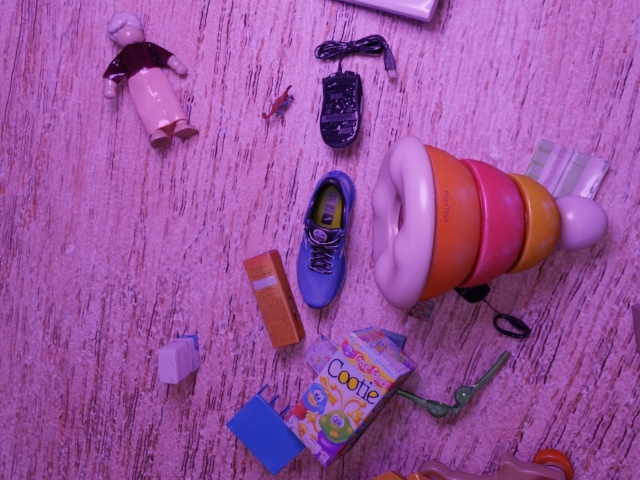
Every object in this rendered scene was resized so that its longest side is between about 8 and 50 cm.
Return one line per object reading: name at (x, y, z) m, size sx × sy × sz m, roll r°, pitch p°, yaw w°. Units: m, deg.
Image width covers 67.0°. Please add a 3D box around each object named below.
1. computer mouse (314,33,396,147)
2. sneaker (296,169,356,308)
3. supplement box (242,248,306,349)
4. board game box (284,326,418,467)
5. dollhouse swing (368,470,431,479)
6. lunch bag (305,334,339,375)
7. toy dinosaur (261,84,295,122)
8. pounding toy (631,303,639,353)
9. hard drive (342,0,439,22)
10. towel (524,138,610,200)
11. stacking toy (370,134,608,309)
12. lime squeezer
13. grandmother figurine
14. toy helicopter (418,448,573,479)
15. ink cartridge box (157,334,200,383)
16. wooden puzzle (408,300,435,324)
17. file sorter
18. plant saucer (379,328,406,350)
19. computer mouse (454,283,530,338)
computer mouse at (0.087, -0.341, 1.114) m, size 0.184 × 0.060 × 0.261 m, roll -6°, pitch 83°, yaw 16°
sneaker at (0.000, 0.000, 1.118) m, size 0.130 × 0.147 × 0.329 m, roll 9°, pitch 98°, yaw 11°
supplement box at (-0.111, 0.143, 1.189) m, size 0.080 × 0.078 × 0.233 m, roll -20°, pitch 90°, yaw 13°
board game box at (0.072, 0.353, 1.116) m, size 0.142 × 0.144 × 0.275 m, roll 40°, pitch 105°, yaw 25°
dollhouse swing at (0.223, 0.744, 1.151) m, size 0.347 × 0.305 × 0.314 m, roll -40°, pitch 49°, yaw 28°
lunch bag at (0.008, 0.282, 1.191) m, size 0.083 × 0.053 × 0.071 m, roll 44°, pitch 104°, yaw 31°
toy dinosaur at (-0.106, -0.324, 1.151) m, size 0.082 × 0.090 × 0.047 m, roll -42°, pitch 68°, yaw -19°
pounding toy at (0.749, 0.180, 1.005) m, size 0.141 × 0.100 × 0.129 m, roll -9°, pitch 94°, yaw 12°
hard drive at (0.129, -0.620, 1.056) m, size 0.319 × 0.040 × 0.210 m, roll 24°, pitch 100°, yaw 19°
towel at (0.534, -0.146, 1.057) m, size 0.152 × 0.023 × 0.113 m, roll 23°, pitch 99°, yaw 9°
stacking toy at (0.361, -0.027, 1.000) m, size 0.481 × 0.350 × 0.349 m, roll 2°, pitch 96°, yaw -6°
lime squeezer at (0.306, 0.353, 1.142) m, size 0.311 × 0.059 × 0.109 m, roll -18°, pitch 65°, yaw 9°
grandmother figurine at (-0.438, -0.406, 1.198) m, size 0.208 × 0.104 × 0.342 m, roll -21°, pitch 88°, yaw -15°
toy helicopter at (0.405, 0.599, 1.123) m, size 0.356 × 0.140 × 0.234 m, roll 4°, pitch 105°, yaw 22°
ink cartridge box at (-0.359, 0.301, 1.231) m, size 0.052 × 0.122 × 0.088 m, roll -2°, pitch 95°, yaw 11°
wooden puzzle at (0.242, 0.163, 1.155) m, size 0.050 × 0.006 × 0.083 m, roll 19°, pitch 99°, yaw 9°
file sorter at (-0.122, 0.462, 1.208) m, size 0.170 × 0.104 × 0.118 m, roll 45°, pitch 102°, yaw 5°
plant saucer at (0.152, 0.315, 1.183) m, size 0.067 × 0.018 × 0.191 m, roll 17°, pitch 97°, yaw 9°
computer mouse at (0.384, 0.137, 1.113) m, size 0.242 × 0.041 × 0.071 m, roll 44°, pitch 111°, yaw -2°
